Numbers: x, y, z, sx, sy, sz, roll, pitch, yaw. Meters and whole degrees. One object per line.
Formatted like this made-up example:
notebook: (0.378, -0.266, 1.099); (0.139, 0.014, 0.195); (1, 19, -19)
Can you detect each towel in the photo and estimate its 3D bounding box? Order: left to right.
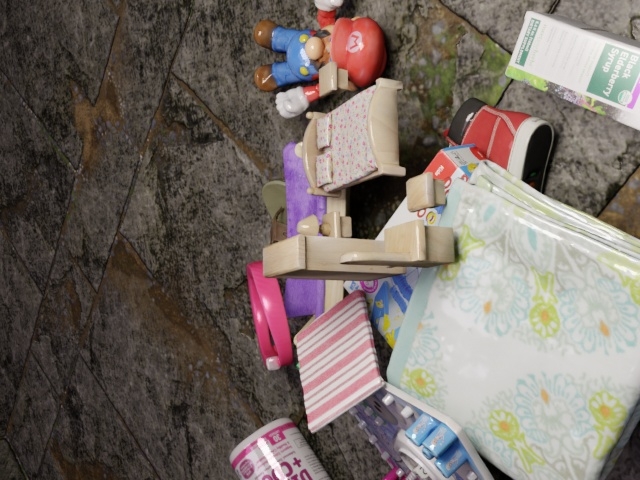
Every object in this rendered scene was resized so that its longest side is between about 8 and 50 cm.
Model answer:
towel: (0.029, 0.182, 1.149); (0.144, 0.029, 0.197); (-40, 36, 24)
towel: (0.260, 0.124, 0.956); (0.320, 0.090, 0.374); (34, 121, 35)

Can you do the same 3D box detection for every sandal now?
sandal: (-0.045, 0.017, 1.483); (0.120, 0.086, 0.303); (-28, 79, 44)

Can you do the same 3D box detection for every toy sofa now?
toy sofa: (0.000, 0.000, 1.347); (0.177, 0.150, 0.363); (4, 103, 13)

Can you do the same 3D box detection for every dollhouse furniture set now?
dollhouse furniture set: (0.024, -0.127, 1.053); (0.303, 0.173, 0.356); (-16, 73, 60)

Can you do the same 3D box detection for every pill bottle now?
pill bottle: (-0.052, 0.526, 1.549); (0.283, 0.160, 0.160); (53, 130, 22)

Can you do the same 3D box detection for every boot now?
boot: (0.254, -0.091, 1.176); (0.176, 0.088, 0.244); (31, 119, 45)

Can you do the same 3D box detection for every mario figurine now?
mario figurine: (-0.025, -0.336, 1.322); (0.320, 0.170, 0.198); (11, 141, 51)

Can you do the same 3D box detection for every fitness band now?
fitness band: (-0.107, 0.145, 1.496); (0.291, 0.054, 0.209); (-179, 77, -80)

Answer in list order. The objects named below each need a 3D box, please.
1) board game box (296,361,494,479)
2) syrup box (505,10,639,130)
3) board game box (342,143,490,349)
board game box: (0.154, 0.361, 1.183); (0.390, 0.050, 0.390); (17, 144, 58)
syrup box: (0.381, -0.226, 1.004); (0.237, 0.096, 0.093); (35, 121, 36)
board game box: (0.216, 0.073, 1.111); (0.302, 0.086, 0.308); (52, 130, 24)
